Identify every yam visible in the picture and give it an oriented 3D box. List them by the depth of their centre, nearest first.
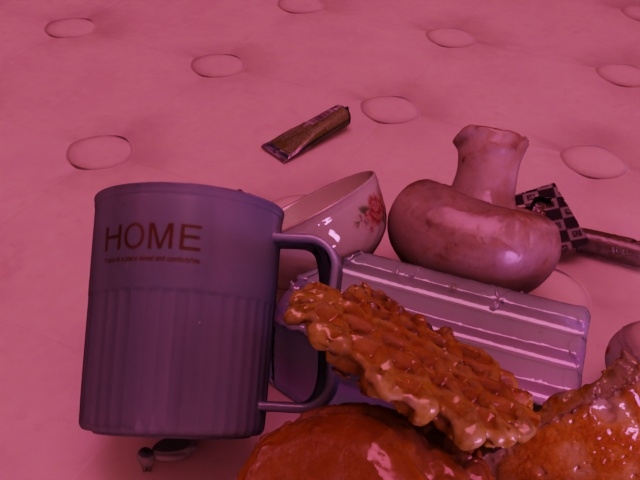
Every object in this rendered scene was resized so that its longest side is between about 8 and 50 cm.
[{"bbox_3d":[0.556,0.012,1.427,0.132,0.054,0.054,16,40,17],"label":"yam"}]

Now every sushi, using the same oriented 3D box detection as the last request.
[{"bbox_3d":[0.432,-0.024,1.480,0.139,0.031,0.201,-17,41,7],"label":"sushi"}]

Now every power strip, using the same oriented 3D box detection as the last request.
[{"bbox_3d":[-0.214,0.299,1.046,0.083,0.035,0.055,-9,19,-30],"label":"power strip"}]

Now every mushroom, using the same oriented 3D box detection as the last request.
[{"bbox_3d":[0.269,-0.047,1.271,0.297,0.290,0.297,15,9,-2],"label":"mushroom"}]

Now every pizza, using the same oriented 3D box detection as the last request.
[{"bbox_3d":[0.297,0.266,0.961,0.288,0.280,0.075,-1,22,12],"label":"pizza"}]

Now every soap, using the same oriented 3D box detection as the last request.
[{"bbox_3d":[0.153,0.173,1.119,0.446,0.156,0.261,14,42,14],"label":"soap"}]

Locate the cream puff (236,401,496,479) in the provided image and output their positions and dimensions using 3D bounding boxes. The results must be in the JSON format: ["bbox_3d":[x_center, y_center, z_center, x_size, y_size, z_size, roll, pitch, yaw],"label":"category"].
[{"bbox_3d":[0.051,0.344,0.827,0.231,0.343,0.327,16,40,-55],"label":"cream puff"}]

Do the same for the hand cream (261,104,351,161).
[{"bbox_3d":[-0.021,-0.250,1.731,0.235,0.055,0.086,-34,48,-27],"label":"hand cream"}]

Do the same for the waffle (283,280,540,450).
[{"bbox_3d":[0.110,0.138,0.874,0.312,0.060,0.307,34,13,21],"label":"waffle"}]

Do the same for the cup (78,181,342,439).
[{"bbox_3d":[-0.156,0.109,1.026,0.331,0.257,0.311,8,76,-21],"label":"cup"}]

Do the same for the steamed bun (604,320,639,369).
[{"bbox_3d":[0.526,0.219,1.103,0.177,0.130,0.228,-19,41,-39],"label":"steamed bun"}]

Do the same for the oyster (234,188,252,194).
[{"bbox_3d":[-0.159,-0.052,1.461,0.177,0.064,0.125,6,44,4],"label":"oyster"}]

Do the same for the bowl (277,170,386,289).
[{"bbox_3d":[0.000,0.000,1.298,0.277,0.145,0.277,-28,10,5],"label":"bowl"}]
